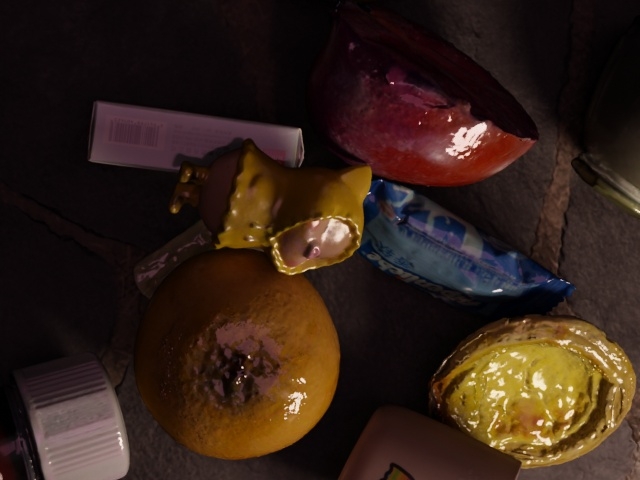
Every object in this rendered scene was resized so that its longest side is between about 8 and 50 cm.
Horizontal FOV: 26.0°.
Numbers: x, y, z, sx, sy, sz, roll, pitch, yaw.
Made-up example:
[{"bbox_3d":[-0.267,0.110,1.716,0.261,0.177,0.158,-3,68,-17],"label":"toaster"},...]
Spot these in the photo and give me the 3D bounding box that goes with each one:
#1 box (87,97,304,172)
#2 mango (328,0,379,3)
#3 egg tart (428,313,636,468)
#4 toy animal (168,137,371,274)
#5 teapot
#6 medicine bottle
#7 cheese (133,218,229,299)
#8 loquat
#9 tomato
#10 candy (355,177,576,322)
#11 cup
[{"bbox_3d":[-0.162,-0.125,1.764,0.269,0.135,0.079,7,95,-9],"label":"box"},{"bbox_3d":[0.069,-0.400,1.779,0.316,0.146,0.193,-1,81,-13],"label":"mango"},{"bbox_3d":[0.278,0.193,1.846,0.278,0.095,0.279,-1,124,-1],"label":"egg tart"},{"bbox_3d":[-0.062,-0.043,1.654,0.229,0.156,0.156,14,91,-13],"label":"toy animal"},{"bbox_3d":[0.471,-0.136,1.857,0.239,0.321,0.239,44,104,30],"label":"teapot"},{"bbox_3d":[-0.439,0.271,1.697,0.395,0.242,0.243,-11,95,-21],"label":"medicine bottle"},{"bbox_3d":[-0.157,0.010,1.815,0.194,0.043,0.065,-34,96,-7],"label":"cheese"},{"bbox_3d":[-0.105,0.140,1.724,0.263,0.263,0.263,0,93,-9],"label":"loquat"},{"bbox_3d":[0.110,-0.152,1.718,0.289,0.335,0.176,36,107,8],"label":"tomato"},{"bbox_3d":[0.160,0.021,1.805,0.331,0.187,0.077,29,64,-7],"label":"candy"},{"bbox_3d":[0.116,0.353,1.800,0.200,0.191,0.253,26,104,8],"label":"cup"}]
